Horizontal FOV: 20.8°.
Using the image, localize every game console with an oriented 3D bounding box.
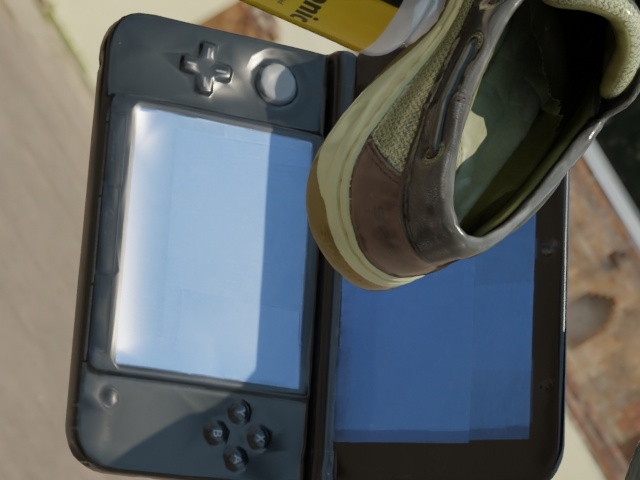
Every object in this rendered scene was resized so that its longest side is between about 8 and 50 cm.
[{"bbox_3d":[0.000,0.000,1.052,0.173,0.250,0.293,-24,-120,60],"label":"game console"}]

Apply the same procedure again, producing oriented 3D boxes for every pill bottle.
[{"bbox_3d":[0.010,-0.112,0.694,0.116,0.065,0.065,21,15,-20],"label":"pill bottle"}]

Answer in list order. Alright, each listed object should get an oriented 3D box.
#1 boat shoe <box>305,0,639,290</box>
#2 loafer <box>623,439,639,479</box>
[{"bbox_3d":[0.082,-0.071,0.607,0.073,0.223,0.080,4,-41,49],"label":"boat shoe"},{"bbox_3d":[0.252,0.079,1.001,0.084,0.267,0.096,23,-45,17],"label":"loafer"}]
